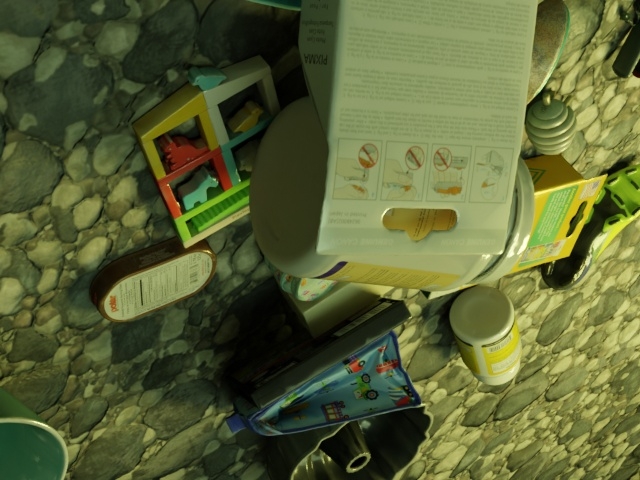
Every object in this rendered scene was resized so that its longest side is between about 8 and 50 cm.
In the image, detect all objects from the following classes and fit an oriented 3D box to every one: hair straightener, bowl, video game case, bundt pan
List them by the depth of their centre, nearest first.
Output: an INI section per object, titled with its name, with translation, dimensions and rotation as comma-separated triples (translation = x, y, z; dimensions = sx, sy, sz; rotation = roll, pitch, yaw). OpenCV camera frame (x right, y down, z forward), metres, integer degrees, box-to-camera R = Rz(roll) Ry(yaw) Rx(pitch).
[bowl]
translation = -0.517, 0.292, 1.769
dimensions = 0.311, 0.163, 0.311
rotation = -25, 145, -20
[hair straightener]
translation = 0.519, -0.355, 2.071
dimensions = 0.089, 0.047, 0.230
rotation = -9, 137, -37
[video game case]
translation = -0.008, 0.171, 2.079
dimensions = 0.275, 0.035, 0.248
rotation = -31, -173, -11
[bundt pan]
translation = 0.039, 0.363, 2.408
dimensions = 0.331, 0.124, 0.331
rotation = -24, 144, -19

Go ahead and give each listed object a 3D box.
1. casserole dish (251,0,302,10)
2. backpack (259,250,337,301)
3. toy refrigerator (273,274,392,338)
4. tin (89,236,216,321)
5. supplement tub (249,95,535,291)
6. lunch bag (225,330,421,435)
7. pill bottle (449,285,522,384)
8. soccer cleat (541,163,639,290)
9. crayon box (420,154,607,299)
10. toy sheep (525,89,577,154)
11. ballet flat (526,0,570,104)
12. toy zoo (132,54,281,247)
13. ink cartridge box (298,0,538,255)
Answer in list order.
[casserole dish]
translation = -0.047, -0.339, 1.573
dimensions = 0.188, 0.037, 0.114
rotation = 2, 129, -45
[backpack]
translation = 0.000, 0.000, 1.948
dimensions = 0.182, 0.115, 0.152
rotation = -45, 148, 12
[toy refrigerator]
translation = 0.069, 0.031, 2.061
dimensions = 0.269, 0.102, 0.094
rotation = -33, 146, -8
[tin]
translation = -0.235, 0.054, 1.866
dimensions = 0.190, 0.040, 0.106
rotation = -22, 139, -23
[supplement tub]
translation = 0.098, -0.056, 1.762
dimensions = 0.331, 0.241, 0.241
rotation = 7, 126, -34
[lunch bag]
translation = -0.015, 0.250, 2.146
dimensions = 0.293, 0.138, 0.221
rotation = -23, -174, -10
[pill bottle]
translation = 0.313, 0.183, 2.453
dimensions = 0.119, 0.119, 0.208
rotation = -34, 146, -7
[soccer cleat]
translation = 0.512, -0.030, 2.440
dimensions = 0.289, 0.093, 0.121
rotation = -51, 175, 12
[crayon box]
translation = 0.313, -0.032, 2.231
dimensions = 0.323, 0.083, 0.203
rotation = -14, 140, -30
[toy sheep]
translation = 0.369, -0.188, 2.100
dimensions = 0.091, 0.091, 0.132
rotation = -33, 132, -8
[ballet flat]
translation = 0.256, -0.225, 1.937
dimensions = 0.106, 0.107, 0.316
rotation = 5, 128, -29
[toy zoo]
translation = -0.137, -0.127, 1.745
dimensions = 0.192, 0.030, 0.293
rotation = -31, 145, -11
[ink cartridge box]
translation = 0.115, -0.177, 1.615
dimensions = 0.308, 0.091, 0.385
rotation = 0, 100, -35
